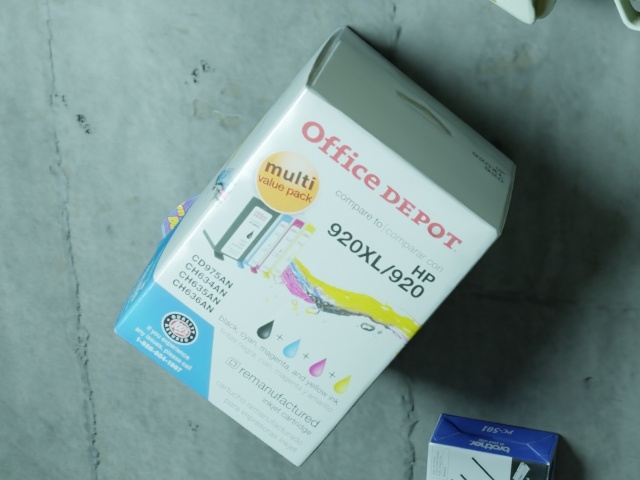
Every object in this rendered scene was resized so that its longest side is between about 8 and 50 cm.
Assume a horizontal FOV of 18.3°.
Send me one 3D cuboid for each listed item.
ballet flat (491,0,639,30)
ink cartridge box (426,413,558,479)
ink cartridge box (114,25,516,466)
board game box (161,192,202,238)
[{"bbox_3d":[0.180,-0.192,1.308,0.348,0.123,0.123,7,120,14],"label":"ballet flat"},{"bbox_3d":[0.133,0.244,1.603,0.097,0.046,0.207,9,121,14],"label":"ink cartridge box"},{"bbox_3d":[0.000,0.000,1.413,0.171,0.168,0.233,37,111,-6],"label":"ink cartridge box"},{"bbox_3d":[-0.061,0.040,1.557,0.133,0.033,0.169,2,118,16],"label":"board game box"}]
